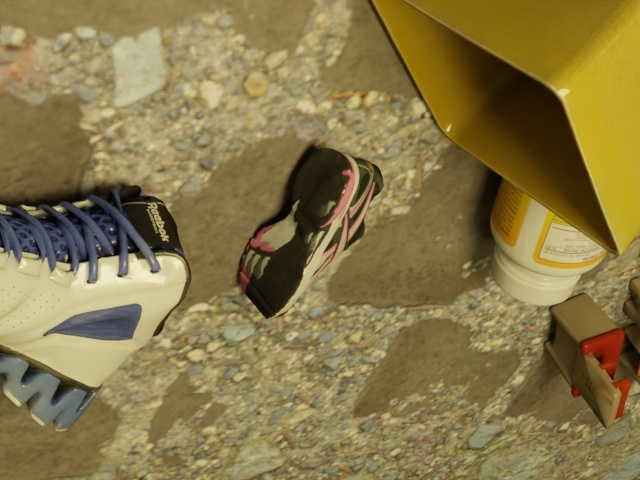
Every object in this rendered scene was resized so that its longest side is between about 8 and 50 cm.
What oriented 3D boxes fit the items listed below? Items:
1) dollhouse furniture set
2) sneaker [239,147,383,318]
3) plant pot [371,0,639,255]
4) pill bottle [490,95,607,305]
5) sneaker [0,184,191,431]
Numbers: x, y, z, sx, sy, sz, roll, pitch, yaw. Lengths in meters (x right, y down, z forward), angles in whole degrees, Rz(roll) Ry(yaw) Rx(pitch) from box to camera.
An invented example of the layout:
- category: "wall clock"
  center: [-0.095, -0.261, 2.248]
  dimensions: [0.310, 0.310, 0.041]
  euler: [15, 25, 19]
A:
- category: "dollhouse furniture set"
  center: [0.408, 0.106, 1.240]
  dimensions: [0.259, 0.135, 0.262]
  euler: [-20, 139, -14]
- category: "sneaker"
  center: [0.000, 0.000, 0.928]
  dimensions: [0.077, 0.072, 0.178]
  euler: [-1, 138, -46]
- category: "plant pot"
  center: [0.192, -0.156, 0.799]
  dimensions: [0.187, 0.212, 0.212]
  euler: [-45, 140, -5]
- category: "pill bottle"
  center: [0.225, -0.041, 0.988]
  dimensions: [0.117, 0.118, 0.208]
  euler: [-12, 136, -22]
- category: "sneaker"
  center: [-0.205, 0.011, 0.778]
  dimensions: [0.182, 0.127, 0.315]
  euler: [-37, 147, 0]
